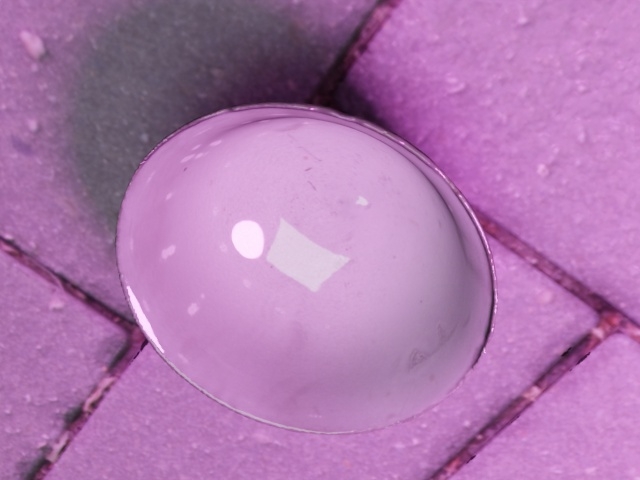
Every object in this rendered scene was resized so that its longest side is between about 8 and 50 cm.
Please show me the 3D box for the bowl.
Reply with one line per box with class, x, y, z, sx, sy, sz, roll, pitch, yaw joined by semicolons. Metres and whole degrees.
bowl;0.000;0.000;0.915;0.313;0.146;0.313;7;122;12
